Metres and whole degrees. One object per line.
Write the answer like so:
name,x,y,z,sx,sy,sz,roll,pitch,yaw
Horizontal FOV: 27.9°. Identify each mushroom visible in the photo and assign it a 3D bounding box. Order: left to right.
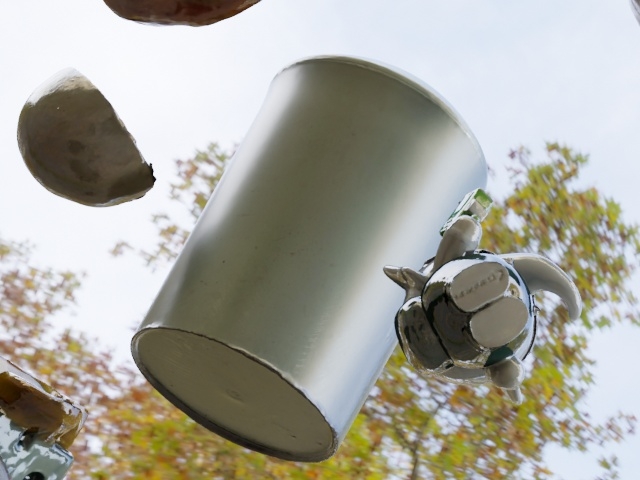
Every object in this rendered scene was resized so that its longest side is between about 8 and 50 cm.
mushroom,-0.266,-0.104,1.399,0.117,0.141,0.188,-20,-139,-21

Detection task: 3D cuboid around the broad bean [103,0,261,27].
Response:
broad bean,-0.098,-0.265,1.091,0.229,0.122,0.156,-20,-96,33

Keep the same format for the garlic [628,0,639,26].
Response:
garlic,0.402,-0.236,1.074,0.318,0.317,0.259,19,-97,23

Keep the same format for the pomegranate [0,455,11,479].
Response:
pomegranate,-0.189,0.118,0.491,0.138,0.163,0.125,17,-95,11

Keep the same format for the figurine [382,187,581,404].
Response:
figurine,0.111,0.052,0.925,0.126,0.192,0.147,-36,-97,-8

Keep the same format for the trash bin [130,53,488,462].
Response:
trash bin,0.000,0.000,1.433,0.280,0.280,0.432,16,-121,22

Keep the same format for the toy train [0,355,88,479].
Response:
toy train,-0.360,0.122,1.042,0.232,0.369,0.163,23,-105,42
